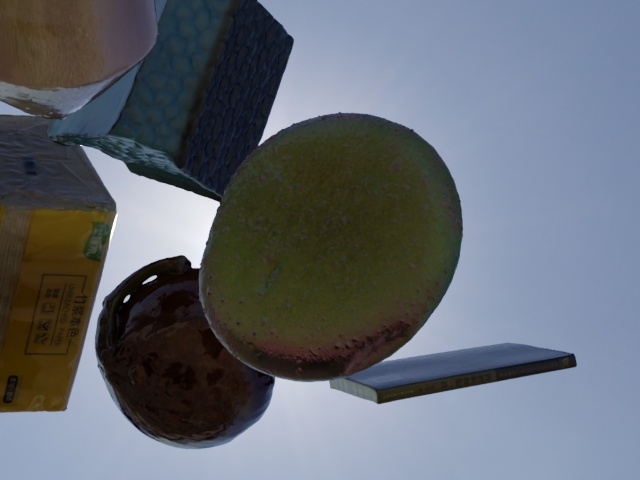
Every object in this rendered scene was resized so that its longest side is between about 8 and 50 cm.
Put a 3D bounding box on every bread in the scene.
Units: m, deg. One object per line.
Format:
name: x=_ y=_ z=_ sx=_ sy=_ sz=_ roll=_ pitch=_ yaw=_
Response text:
bread: x=0.000 y=0.000 z=1.047 sx=0.228 sy=0.228 sz=0.033 roll=11 pitch=-15 yaw=31

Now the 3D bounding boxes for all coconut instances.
coconut: x=-0.264 y=-0.227 z=1.309 sx=0.224 sy=0.224 sz=0.234 roll=11 pitch=-47 yaw=31

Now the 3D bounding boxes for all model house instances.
model house: x=-0.157 y=-0.196 z=1.634 sx=0.241 sy=0.261 sz=0.226 roll=25 pitch=-11 yaw=-29

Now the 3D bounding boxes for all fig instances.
fig: x=-0.146 y=0.117 z=1.418 sx=0.205 sy=0.205 sz=0.205 roll=19 pitch=-50 yaw=25

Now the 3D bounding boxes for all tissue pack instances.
tissue pack: x=-0.471 y=0.036 z=2.063 sx=0.293 sy=0.228 sz=0.382 roll=53 pitch=-48 yaw=47

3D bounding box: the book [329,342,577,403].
book: x=0.139 y=0.142 z=1.470 sx=0.160 sy=0.228 sz=0.024 roll=180 pitch=-96 yaw=-72
